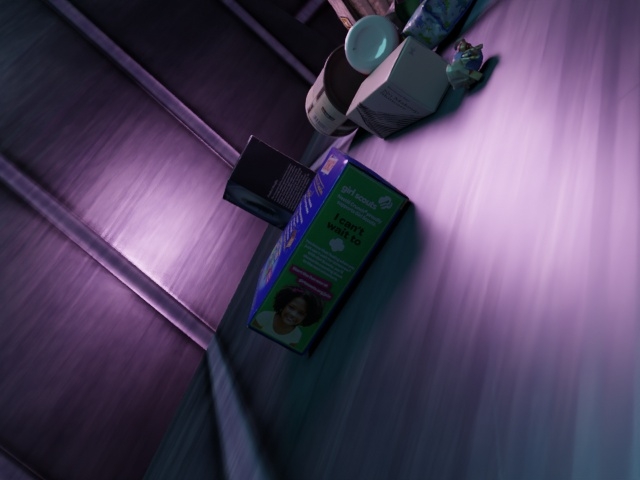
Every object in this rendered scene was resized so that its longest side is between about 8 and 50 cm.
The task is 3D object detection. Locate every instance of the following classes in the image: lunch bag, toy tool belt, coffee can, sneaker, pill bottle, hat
[{"bbox_3d":[0.265,-0.502,0.905,0.151,0.096,0.129,-48,9,-5],"label":"lunch bag"},{"bbox_3d":[0.161,-0.748,1.315,0.286,0.235,0.169,-2,56,48],"label":"lunch bag"},{"bbox_3d":[0.230,-0.272,0.638,0.051,0.052,0.084,5,66,43],"label":"toy tool belt"},{"bbox_3d":[0.077,-0.434,1.247,0.202,0.201,0.275,-62,12,-4],"label":"coffee can"},{"bbox_3d":[0.220,-0.623,1.151,0.106,0.078,0.234,-61,9,-30],"label":"sneaker"},{"bbox_3d":[0.148,-0.439,0.999,0.121,0.121,0.221,-57,-15,20],"label":"pill bottle"},{"bbox_3d":[0.295,-0.573,1.038,0.208,0.172,0.184,-49,52,29],"label":"hat"}]

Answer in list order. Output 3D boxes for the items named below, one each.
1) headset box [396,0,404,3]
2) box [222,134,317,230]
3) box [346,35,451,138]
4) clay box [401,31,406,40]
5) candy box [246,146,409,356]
[{"bbox_3d":[0.244,-0.669,0.914,0.217,0.110,0.294,-16,52,24],"label":"headset box"},{"bbox_3d":[-0.170,-0.177,1.467,0.183,0.293,0.296,-64,12,-13],"label":"box"},{"bbox_3d":[0.149,-0.296,0.856,0.094,0.113,0.275,-62,11,-2],"label":"box"},{"bbox_3d":[0.223,-0.544,1.249,0.128,0.053,0.222,-62,11,-12],"label":"clay box"},{"bbox_3d":[0.000,0.000,0.774,0.317,0.122,0.268,-59,11,13],"label":"candy box"}]
